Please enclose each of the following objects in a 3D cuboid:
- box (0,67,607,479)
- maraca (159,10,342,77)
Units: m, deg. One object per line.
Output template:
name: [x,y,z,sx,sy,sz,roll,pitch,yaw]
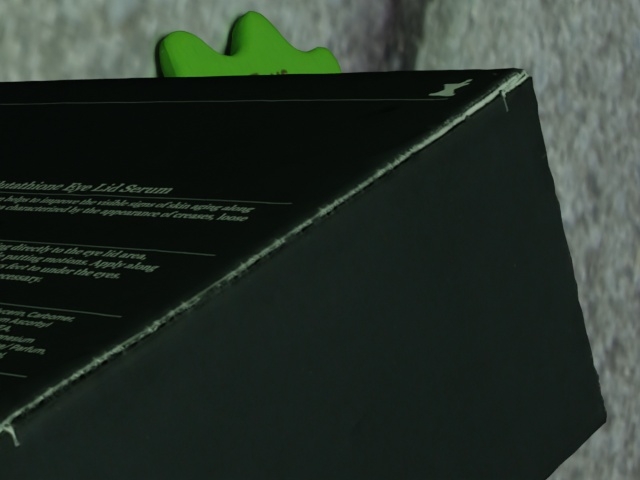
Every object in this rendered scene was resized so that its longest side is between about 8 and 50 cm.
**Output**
box: [-0.092,0.035,0.474,0.184,0.261,0.103,-37,119,-41]
maraca: [0.000,0.000,0.709,0.127,0.099,0.186,-21,82,-49]
